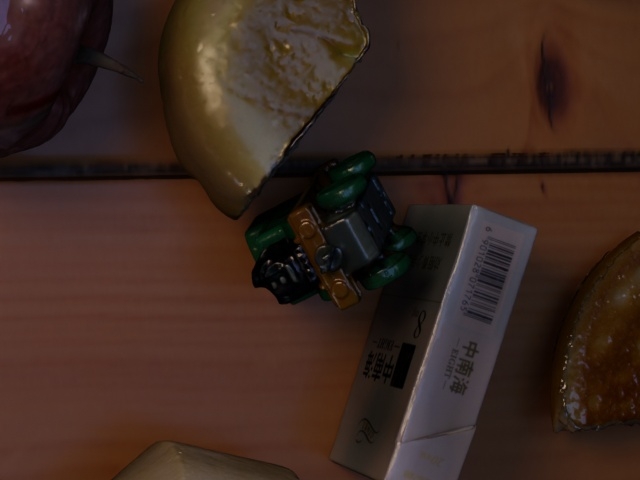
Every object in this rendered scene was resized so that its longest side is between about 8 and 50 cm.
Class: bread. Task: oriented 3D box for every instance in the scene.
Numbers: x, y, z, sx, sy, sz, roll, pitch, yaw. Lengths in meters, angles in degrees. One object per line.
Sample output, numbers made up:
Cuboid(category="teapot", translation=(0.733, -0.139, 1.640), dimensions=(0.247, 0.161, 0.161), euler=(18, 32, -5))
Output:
Cuboid(category="bread", translation=(-0.051, -0.162, 1.503), dimensions=(0.156, 0.158, 0.260), euler=(37, 81, -4))

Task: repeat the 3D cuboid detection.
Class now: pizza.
Cuboid(category="pizza", translation=(0.293, 0.118, 1.654), dimensions=(0.193, 0.053, 0.201), euler=(38, 69, -13))

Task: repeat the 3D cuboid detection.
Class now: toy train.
Cuboid(category="toy train", translation=(0.000, 0.000, 1.495), dimensions=(0.136, 0.227, 0.091), euler=(-26, 100, 15))

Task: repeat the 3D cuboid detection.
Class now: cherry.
Cuboid(category="cherry", translation=(-0.262, -0.170, 1.385), dimensions=(0.285, 0.236, 0.212), euler=(16, 78, 10))

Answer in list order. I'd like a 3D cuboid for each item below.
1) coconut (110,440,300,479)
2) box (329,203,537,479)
Cuboid(category="coconut", translation=(-0.104, 0.265, 1.462), dimensions=(0.222, 0.202, 0.202), euler=(11, 88, -19))
Cuboid(category="box", translation=(0.092, 0.092, 1.542), dimensions=(0.067, 0.155, 0.242), euler=(19, 86, -15))
